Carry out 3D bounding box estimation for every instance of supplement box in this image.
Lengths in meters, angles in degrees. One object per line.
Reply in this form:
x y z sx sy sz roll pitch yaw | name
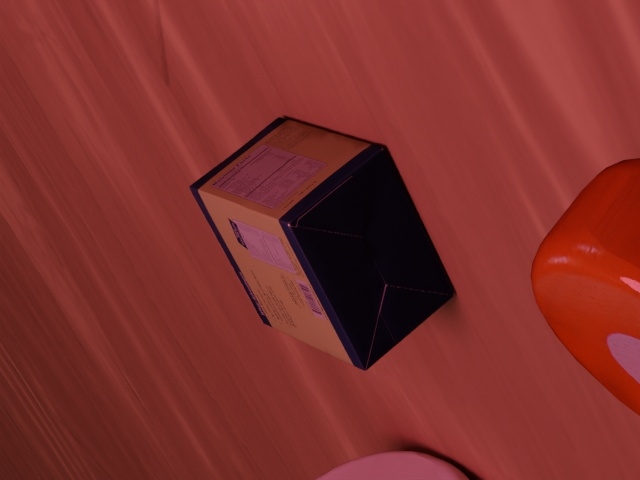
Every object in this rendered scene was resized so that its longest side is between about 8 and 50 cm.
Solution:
0.000 0.000 0.860 0.083 0.056 0.083 21 144 54 | supplement box

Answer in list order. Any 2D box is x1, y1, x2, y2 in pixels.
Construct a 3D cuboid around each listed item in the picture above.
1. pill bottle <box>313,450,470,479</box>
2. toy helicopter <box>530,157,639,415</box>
0.059 0.220 1.021 0.117 0.117 0.208 25 147 51 | pill bottle
0.194 0.065 0.514 0.235 0.140 0.355 33 165 21 | toy helicopter
